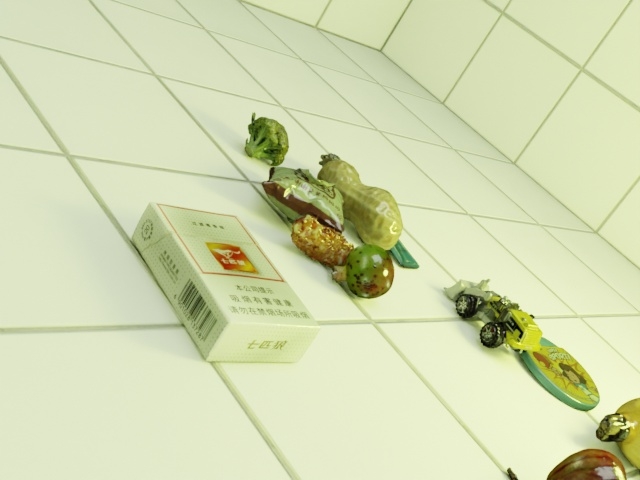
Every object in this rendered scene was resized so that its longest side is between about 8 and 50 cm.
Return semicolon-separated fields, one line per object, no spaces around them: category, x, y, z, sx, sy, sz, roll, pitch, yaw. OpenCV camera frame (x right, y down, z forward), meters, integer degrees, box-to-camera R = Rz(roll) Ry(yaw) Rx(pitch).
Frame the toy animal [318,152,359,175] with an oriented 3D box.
toy animal;0.059;-0.167;2.348;0.069;0.086;0.220;52;11;33

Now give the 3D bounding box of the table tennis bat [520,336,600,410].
table tennis bat;0.557;0.289;2.100;0.215;0.044;0.329;9;34;-40

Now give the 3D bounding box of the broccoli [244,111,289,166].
broccoli;-0.140;-0.257;2.218;0.120;0.131;0.130;-38;69;-23

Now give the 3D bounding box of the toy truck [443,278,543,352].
toy truck;0.419;0.171;2.059;0.136;0.111;0.286;14;23;-35

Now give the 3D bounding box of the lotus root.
lotus root;0.734;0.431;1.887;0.310;0.182;0.183;17;26;-19

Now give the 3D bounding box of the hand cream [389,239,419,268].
hand cream;0.171;-0.010;2.209;0.083;0.048;0.224;7;38;-51

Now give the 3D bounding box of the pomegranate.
pomegranate;0.100;0.071;1.862;0.130;0.130;0.130;27;23;-13

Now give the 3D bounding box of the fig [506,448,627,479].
fig;0.468;0.451;1.525;0.202;0.149;0.148;-5;67;-18

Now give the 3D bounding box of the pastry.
pastry;-0.002;0.002;1.897;0.169;0.087;0.063;37;1;-25

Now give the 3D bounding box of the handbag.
handbag;-0.038;-0.099;2.006;0.213;0.127;0.235;26;12;-6

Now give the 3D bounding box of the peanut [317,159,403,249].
peanut;0.100;-0.099;2.167;0.298;0.136;0.120;44;-20;27

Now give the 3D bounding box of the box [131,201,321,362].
box;-0.174;0.072;1.520;0.210;0.095;0.330;9;30;-44
